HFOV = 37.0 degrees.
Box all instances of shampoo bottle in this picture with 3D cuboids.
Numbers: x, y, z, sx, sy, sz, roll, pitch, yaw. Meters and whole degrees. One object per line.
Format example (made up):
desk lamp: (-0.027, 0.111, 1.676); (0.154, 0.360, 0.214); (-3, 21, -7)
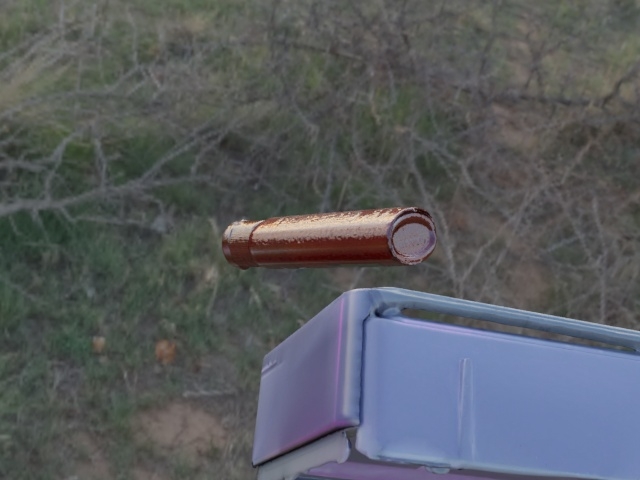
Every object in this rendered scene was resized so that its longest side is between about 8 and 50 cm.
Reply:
shampoo bottle: (0.000, 0.001, 1.313); (0.314, 0.076, 0.118); (-3, 10, 37)

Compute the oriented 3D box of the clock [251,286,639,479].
clock: (0.077, 0.087, 0.459); (0.193, 0.144, 0.073); (11, 66, -18)
